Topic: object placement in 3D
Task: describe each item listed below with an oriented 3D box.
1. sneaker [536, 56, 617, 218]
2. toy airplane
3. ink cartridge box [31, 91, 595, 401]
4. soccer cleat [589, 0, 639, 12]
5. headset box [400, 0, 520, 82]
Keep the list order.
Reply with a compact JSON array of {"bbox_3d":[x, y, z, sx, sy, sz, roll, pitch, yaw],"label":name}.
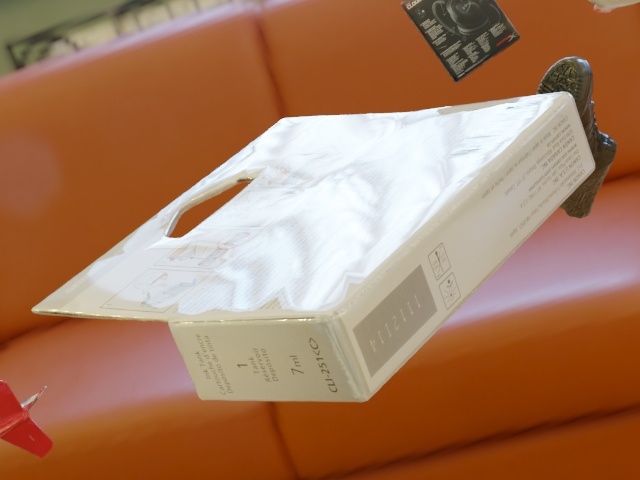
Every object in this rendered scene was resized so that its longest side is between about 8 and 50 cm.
[{"bbox_3d":[0.232,-0.093,1.647,0.089,0.170,0.051,-9,39,-34],"label":"sneaker"},{"bbox_3d":[-0.254,0.153,1.289,0.151,0.151,0.028,-23,20,-6],"label":"toy airplane"},{"bbox_3d":[0.000,0.000,1.209,0.261,0.066,0.296,-2,28,41],"label":"ink cartridge box"},{"bbox_3d":[0.227,-0.184,1.019,0.196,0.068,0.076,-25,-14,-20],"label":"soccer cleat"},{"bbox_3d":[0.106,-0.172,1.408,0.062,0.083,0.032,-36,-2,5],"label":"headset box"}]
